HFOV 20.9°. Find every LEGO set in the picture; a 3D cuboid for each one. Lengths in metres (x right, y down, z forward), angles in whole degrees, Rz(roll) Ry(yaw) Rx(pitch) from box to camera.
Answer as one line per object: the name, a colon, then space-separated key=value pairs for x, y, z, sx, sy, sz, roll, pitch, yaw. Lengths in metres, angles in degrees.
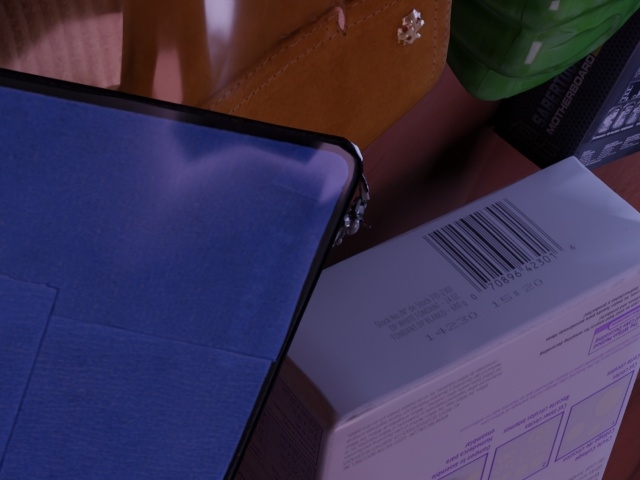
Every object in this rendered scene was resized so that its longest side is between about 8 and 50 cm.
LEGO set: x=0.000 y=0.002 z=0.893 sx=0.083 sy=0.023 sz=0.054 roll=-52 pitch=159 yaw=5

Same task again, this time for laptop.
laptop: x=-0.215 y=0.154 z=0.350 sx=0.382 sy=0.236 sz=0.408 roll=-68 pitch=172 yaw=27

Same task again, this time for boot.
boot: x=-0.036 y=-0.006 z=0.607 sx=0.211 sy=0.104 sz=0.295 roll=-31 pitch=130 yaw=-32

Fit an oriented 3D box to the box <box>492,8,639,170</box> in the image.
box: x=0.219 y=-0.142 z=1.044 sx=0.233 sy=0.059 sz=0.183 roll=-21 pitch=145 yaw=-51

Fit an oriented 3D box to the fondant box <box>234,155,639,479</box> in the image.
fondant box: x=0.059 y=0.134 z=1.012 sx=0.238 sy=0.096 sz=0.330 roll=-24 pitch=141 yaw=-28

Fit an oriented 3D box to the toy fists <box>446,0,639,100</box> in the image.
toy fists: x=0.116 y=-0.185 z=0.718 sx=0.142 sy=0.096 sz=0.279 roll=-42 pitch=159 yaw=-49
